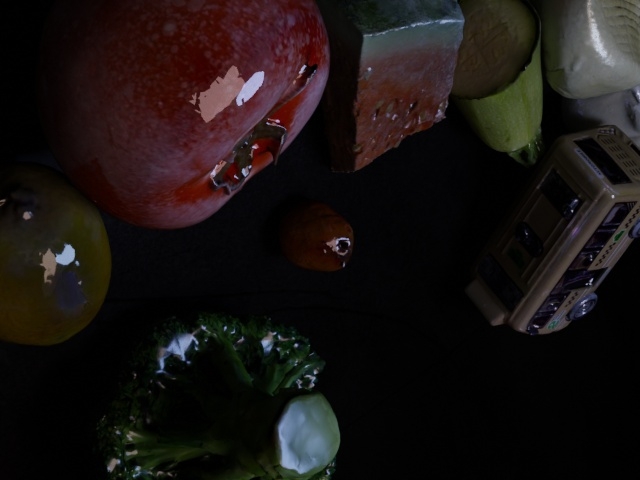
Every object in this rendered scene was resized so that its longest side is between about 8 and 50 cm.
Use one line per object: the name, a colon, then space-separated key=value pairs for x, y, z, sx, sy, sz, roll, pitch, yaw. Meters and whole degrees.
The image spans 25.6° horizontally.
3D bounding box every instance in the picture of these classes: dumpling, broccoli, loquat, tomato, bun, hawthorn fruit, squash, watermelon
dumpling: x=0.394 y=-0.180 z=1.880 sx=0.118 sy=0.136 sz=0.199 roll=-51 pitch=154 yaw=-20
broccoli: x=-0.085 y=0.206 z=1.484 sx=0.297 sy=0.297 sz=0.298 roll=5 pitch=82 yaw=-40
loquat: x=-0.263 y=0.020 z=1.269 sx=0.152 sy=0.152 sz=0.195 roll=-36 pitch=147 yaw=-26
tomato: x=-0.126 y=-0.150 z=1.225 sx=0.270 sy=0.227 sz=0.270 roll=-42 pitch=165 yaw=-14
bun: x=0.307 y=-0.278 z=1.672 sx=0.229 sy=0.145 sz=0.230 roll=2 pitch=88 yaw=-56
hawthorn fruit: x=0.000 y=0.000 z=1.591 sx=0.081 sy=0.093 sz=0.081 roll=-27 pitch=134 yaw=-32
squash: x=0.206 y=-0.173 z=1.702 sx=0.137 sy=0.137 sz=0.287 roll=-47 pitch=155 yaw=-13
watermelon: x=0.075 y=-0.174 z=1.548 sx=0.192 sy=0.140 sz=0.257 roll=-18 pitch=137 yaw=-30

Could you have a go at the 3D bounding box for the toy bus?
toy bus: x=0.316 y=-0.005 z=1.850 sx=0.157 sy=0.139 sz=0.289 roll=-9 pitch=142 yaw=-40
